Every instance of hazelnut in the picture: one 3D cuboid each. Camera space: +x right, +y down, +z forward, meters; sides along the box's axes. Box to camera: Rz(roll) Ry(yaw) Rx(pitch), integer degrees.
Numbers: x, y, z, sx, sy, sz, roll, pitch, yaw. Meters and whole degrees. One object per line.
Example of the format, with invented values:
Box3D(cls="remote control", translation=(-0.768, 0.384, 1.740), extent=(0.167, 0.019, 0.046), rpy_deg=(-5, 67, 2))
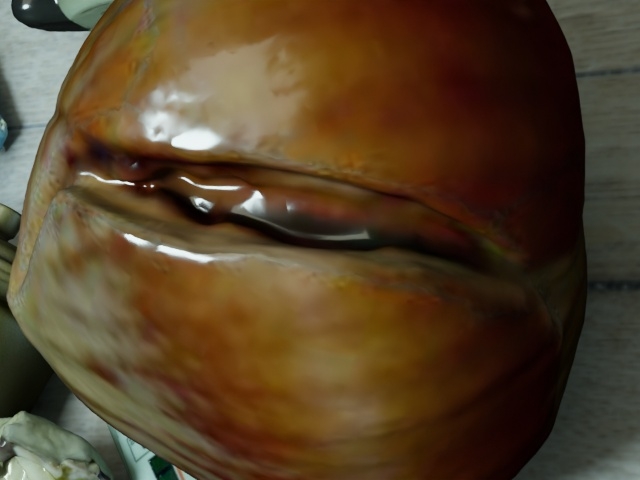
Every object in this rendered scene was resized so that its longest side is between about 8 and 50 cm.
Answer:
Box3D(cls="hazelnut", translation=(0.000, 0.000, 0.814), extent=(0.359, 0.409, 0.359), rpy_deg=(-9, 53, 12))

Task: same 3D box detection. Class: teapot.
Box3D(cls="teapot", translation=(-0.306, 0.046, 1.077), extent=(0.267, 0.185, 0.175), rpy_deg=(26, 78, -2))

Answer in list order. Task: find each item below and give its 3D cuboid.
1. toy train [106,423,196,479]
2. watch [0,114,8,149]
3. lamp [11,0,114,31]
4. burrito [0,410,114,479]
Box3D(cls="toy train", translation=(-0.097, 0.168, 0.995), extent=(0.088, 0.086, 0.407), rpy_deg=(-38, 58, 15))
Box3D(cls="watch", translation=(-0.416, -0.096, 1.214), extent=(0.193, 0.211, 0.211), rpy_deg=(-39, 57, 24))
Box3D(cls="lamp", translation=(-0.209, -0.313, 1.190), extent=(0.197, 0.197, 0.244), rpy_deg=(-16, 73, 20))
Box3D(cls="burrito", translation=(-0.286, 0.238, 1.015), extent=(0.331, 0.135, 0.190), rpy_deg=(-25, 105, 11))
